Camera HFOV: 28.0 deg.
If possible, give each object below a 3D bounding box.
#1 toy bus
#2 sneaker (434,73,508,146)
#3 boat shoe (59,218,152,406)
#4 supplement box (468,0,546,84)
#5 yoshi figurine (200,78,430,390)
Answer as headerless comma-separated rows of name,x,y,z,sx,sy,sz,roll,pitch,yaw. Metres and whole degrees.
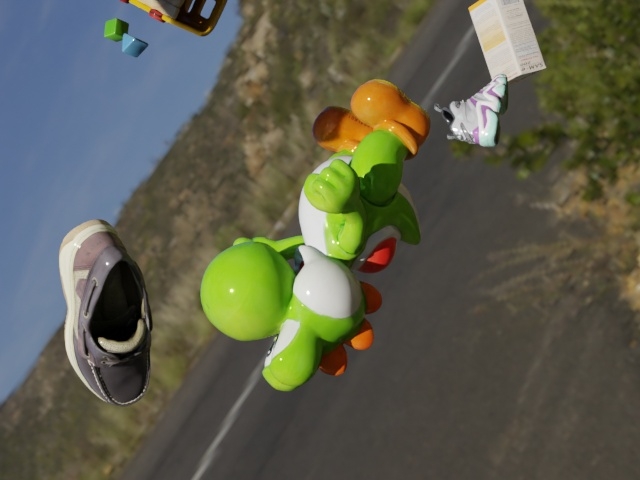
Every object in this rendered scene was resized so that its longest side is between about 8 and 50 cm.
toy bus,-0.231,-0.381,1.950,0.191,0.104,0.202,-23,64,34
sneaker,0.147,-0.132,1.264,0.098,0.069,0.038,-68,-22,-45
boat shoe,-0.257,0.108,1.592,0.103,0.092,0.285,-21,-49,-25
supplement box,0.207,-0.225,1.427,0.036,0.098,0.062,-18,-1,-21
yoshi figurine,-0.020,-0.014,1.469,0.362,0.203,0.203,-69,-29,-23
